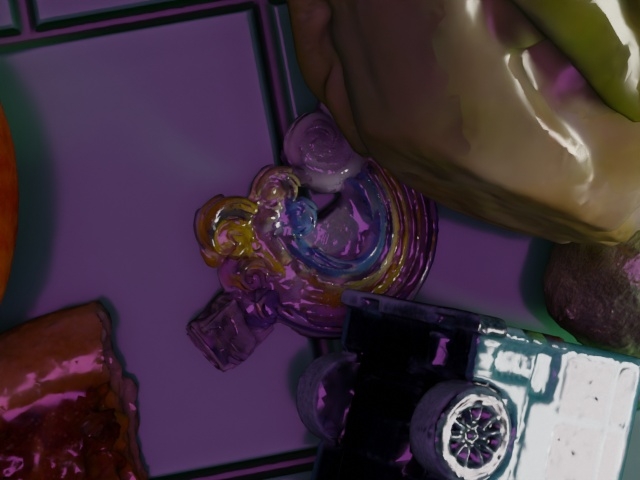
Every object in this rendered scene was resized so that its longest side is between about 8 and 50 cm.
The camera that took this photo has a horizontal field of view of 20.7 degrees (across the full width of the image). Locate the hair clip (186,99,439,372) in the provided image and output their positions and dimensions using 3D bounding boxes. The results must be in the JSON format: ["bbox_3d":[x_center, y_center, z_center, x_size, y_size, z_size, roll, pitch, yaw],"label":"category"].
[{"bbox_3d":[0.000,0.000,0.924,0.172,0.049,0.116,-43,106,-11],"label":"hair clip"}]

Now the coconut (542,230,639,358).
[{"bbox_3d":[0.165,0.016,0.913,0.088,0.088,0.096,29,94,-3],"label":"coconut"}]

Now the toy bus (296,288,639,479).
[{"bbox_3d":[0.062,0.163,0.871,0.147,0.128,0.256,13,88,-32],"label":"toy bus"}]

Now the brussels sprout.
[{"bbox_3d":[0.118,-0.170,0.816,0.344,0.268,0.344,-1,94,-10],"label":"brussels sprout"}]

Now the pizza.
[{"bbox_3d":[-0.154,0.185,0.892,0.229,0.081,0.289,40,88,-3],"label":"pizza"}]

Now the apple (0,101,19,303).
[{"bbox_3d":[-0.282,-0.030,0.807,0.286,0.233,0.286,0,90,-2],"label":"apple"}]
